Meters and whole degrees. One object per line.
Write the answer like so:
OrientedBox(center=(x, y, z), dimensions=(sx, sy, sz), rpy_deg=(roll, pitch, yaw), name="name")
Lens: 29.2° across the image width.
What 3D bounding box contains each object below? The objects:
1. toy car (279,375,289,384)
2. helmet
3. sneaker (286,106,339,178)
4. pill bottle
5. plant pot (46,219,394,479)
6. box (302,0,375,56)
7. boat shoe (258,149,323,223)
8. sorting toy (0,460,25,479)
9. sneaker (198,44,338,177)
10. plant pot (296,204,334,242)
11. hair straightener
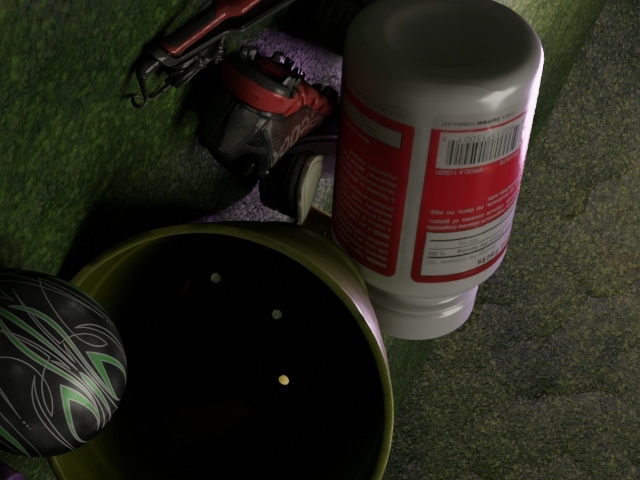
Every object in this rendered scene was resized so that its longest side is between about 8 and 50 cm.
OrientedBox(center=(-0.097, 0.124, 1.670), dimensions=(0.239, 0.053, 0.225), rpy_deg=(6, 97, -44), name="toy car")
OrientedBox(center=(-0.253, 0.107, 1.079), dimensions=(0.169, 0.169, 0.161), rpy_deg=(-54, 179, -28), name="helmet")
OrientedBox(center=(0.064, -0.156, 1.711), dimensions=(0.321, 0.126, 0.127), rpy_deg=(-3, 80, -47), name="sneaker")
OrientedBox(center=(0.130, -0.080, 1.511), dimensions=(0.229, 0.229, 0.408), rpy_deg=(-48, 153, -42), name="pill bottle")
OrientedBox(center=(-0.079, 0.127, 1.373), dimensions=(0.353, 0.366, 0.366), rpy_deg=(-49, 163, -74), name="plant pot")
OrientedBox(center=(0.107, -0.370, 1.569), dimensions=(0.307, 0.076, 0.242), rpy_deg=(-64, 165, 9), name="box")
OrientedBox(center=(-0.041, -0.068, 1.491), dimensions=(0.233, 0.079, 0.084), rpy_deg=(144, -35, -86), name="boat shoe")
OrientedBox(center=(-0.312, 0.373, 1.371), dimensions=(0.127, 0.126, 0.365), rpy_deg=(-51, 162, -35), name="sorting toy")
OrientedBox(center=(-0.062, -0.139, 1.378), dimensions=(0.135, 0.097, 0.276), rpy_deg=(-58, 170, 13), name="sneaker")
OrientedBox(center=(0.000, 0.000, 1.848), dimensions=(0.081, 0.081, 0.083), rpy_deg=(-62, 177, -1), name="plant pot")
OrientedBox(center=(-0.101, -0.194, 1.209), dimensions=(0.230, 0.047, 0.089), rpy_deg=(-47, 160, -25), name="hair straightener")
